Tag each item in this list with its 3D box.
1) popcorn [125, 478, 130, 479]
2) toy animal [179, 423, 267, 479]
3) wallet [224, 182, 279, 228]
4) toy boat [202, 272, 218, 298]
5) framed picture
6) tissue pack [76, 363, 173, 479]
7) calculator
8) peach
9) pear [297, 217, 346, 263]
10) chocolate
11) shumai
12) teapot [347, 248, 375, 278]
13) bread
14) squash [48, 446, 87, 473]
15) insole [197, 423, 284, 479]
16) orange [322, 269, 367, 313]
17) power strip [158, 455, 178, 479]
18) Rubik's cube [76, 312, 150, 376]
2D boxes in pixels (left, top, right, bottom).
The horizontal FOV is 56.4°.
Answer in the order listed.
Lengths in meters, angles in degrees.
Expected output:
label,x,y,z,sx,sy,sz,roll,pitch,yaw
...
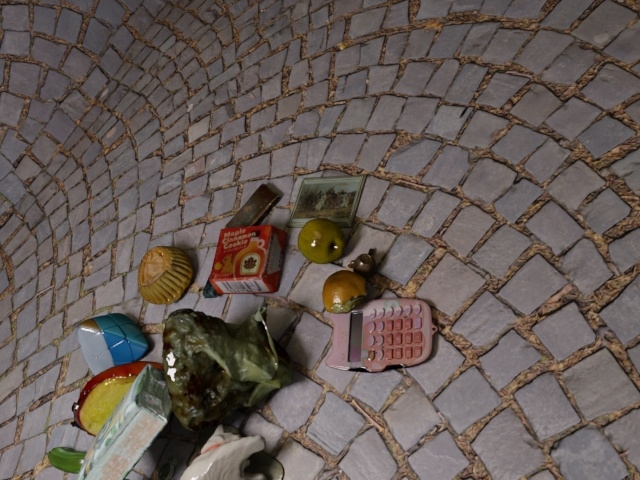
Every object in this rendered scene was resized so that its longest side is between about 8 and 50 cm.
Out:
label,x,y,z,sx,sy,sz,roll,pitch,yaw
popcorn,-0.591,0.812,1.728,0.259,0.259,0.212,-37,33,6
toy animal,-0.293,0.682,1.655,0.266,0.307,0.188,-15,20,-32
wallet,-0.254,-0.102,2.221,0.232,0.031,0.122,-48,49,-1
toy boat,-0.372,0.143,2.123,0.055,0.060,0.141,-7,51,30
framed picture,0.017,-0.139,2.084,0.275,0.017,0.217,-1,60,33
tissue pack,-0.544,0.538,1.700,0.310,0.128,0.228,-54,13,10
calculator,0.174,0.272,1.699,0.330,0.048,0.220,-10,55,25
peach,-0.588,0.490,1.904,0.362,0.257,0.201,-33,14,5
pear,0.000,0.000,1.918,0.162,0.149,0.148,28,78,45
chocolate,-0.253,0.061,2.051,0.238,0.108,0.234,-4,61,25
shumai,-0.258,0.370,1.752,0.349,0.395,0.394,-6,54,-2
teapot,0.134,0.059,1.841,0.085,0.080,0.110,20,56,10
bread,-0.589,0.121,2.219,0.240,0.139,0.239,-18,49,22
squash,-0.847,0.745,2.023,0.219,0.068,0.077,0,77,32
insole,-0.240,0.628,1.751,0.349,0.009,0.119,17,70,39
orange,0.067,0.146,1.774,0.160,0.112,0.170,-34,5,-34
power strip,-0.473,0.703,1.835,0.055,0.035,0.083,24,78,40
Rubik's cube,-0.765,0.325,2.146,0.255,0.254,0.254,-16,53,23
